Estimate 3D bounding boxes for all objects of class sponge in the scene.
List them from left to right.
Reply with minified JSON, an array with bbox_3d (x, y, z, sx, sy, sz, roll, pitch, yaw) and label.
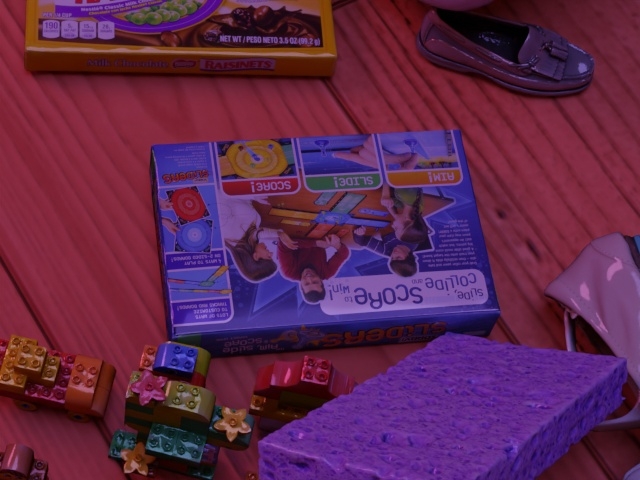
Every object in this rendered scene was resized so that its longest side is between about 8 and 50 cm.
[{"bbox_3d":[0.073,0.098,0.842,0.117,0.031,0.210,8,18,31],"label":"sponge"}]

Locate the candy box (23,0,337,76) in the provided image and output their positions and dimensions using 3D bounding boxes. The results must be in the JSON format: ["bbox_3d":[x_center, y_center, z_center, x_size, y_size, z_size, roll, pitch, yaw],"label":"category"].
[{"bbox_3d":[-0.095,-0.160,1.051,0.206,0.027,0.105,0,57,-9],"label":"candy box"}]

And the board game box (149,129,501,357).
[{"bbox_3d":[0.000,0.000,0.970,0.201,0.035,0.136,-3,61,-10],"label":"board game box"}]

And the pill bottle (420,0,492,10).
[{"bbox_3d":[0.167,-0.332,1.039,0.204,0.204,0.361,43,68,15],"label":"pill bottle"}]

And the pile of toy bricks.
[{"bbox_3d":[-0.085,0.100,0.858,0.212,0.105,0.118,12,60,-2],"label":"pile of toy bricks"}]

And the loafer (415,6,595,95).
[{"bbox_3d":[0.128,-0.131,1.061,0.125,0.039,0.045,12,59,-2],"label":"loafer"}]

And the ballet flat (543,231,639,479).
[{"bbox_3d":[0.202,0.112,0.922,0.086,0.086,0.248,-14,62,-16],"label":"ballet flat"}]
